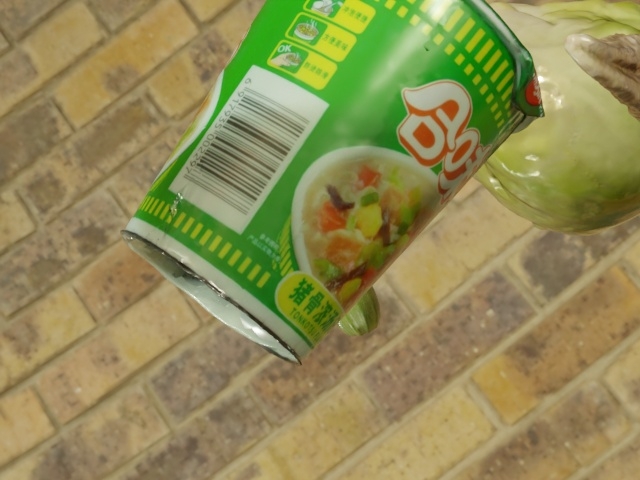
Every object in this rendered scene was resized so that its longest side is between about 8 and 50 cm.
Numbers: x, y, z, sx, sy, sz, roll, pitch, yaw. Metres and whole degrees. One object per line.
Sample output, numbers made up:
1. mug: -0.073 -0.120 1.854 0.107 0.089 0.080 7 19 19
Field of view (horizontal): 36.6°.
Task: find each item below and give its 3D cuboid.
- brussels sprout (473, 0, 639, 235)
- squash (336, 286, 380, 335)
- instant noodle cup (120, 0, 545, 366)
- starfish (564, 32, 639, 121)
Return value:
1. brussels sprout: 0.279 -0.141 1.070 0.242 0.316 0.274 -52 27 -12
2. squash: 0.000 0.000 1.039 0.066 0.229 0.066 -24 14 6
3. instant noodle cup: -0.002 -0.051 0.631 0.232 0.207 0.207 -53 -14 -12
4. starfish: 0.293 -0.077 0.594 0.132 0.398 0.384 -20 20 31
